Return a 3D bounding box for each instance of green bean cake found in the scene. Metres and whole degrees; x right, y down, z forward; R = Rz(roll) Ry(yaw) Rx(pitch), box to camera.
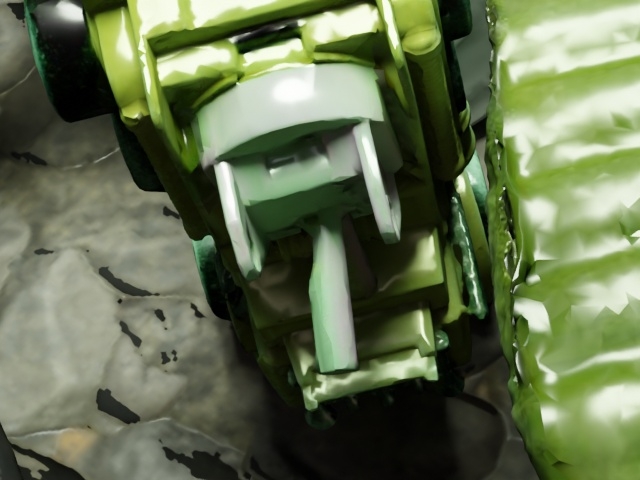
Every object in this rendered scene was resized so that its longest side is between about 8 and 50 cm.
[{"bbox_3d":[0.128,0.025,0.583,0.113,0.200,0.214,-12,58,15],"label":"green bean cake"}]

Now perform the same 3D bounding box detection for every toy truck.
[{"bbox_3d":[0.000,-0.002,0.601,0.128,0.259,0.135,-14,70,3],"label":"toy truck"}]

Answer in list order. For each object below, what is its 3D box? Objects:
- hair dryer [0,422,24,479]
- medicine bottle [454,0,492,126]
[{"bbox_3d":[-0.137,0.020,0.683,0.303,0.120,0.359,-42,71,16],"label":"hair dryer"},{"bbox_3d":[-0.040,-0.194,0.774,0.190,0.190,0.332,-31,55,-9],"label":"medicine bottle"}]
